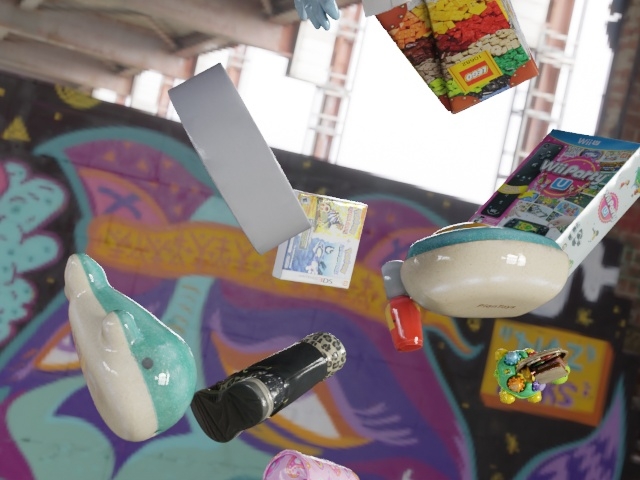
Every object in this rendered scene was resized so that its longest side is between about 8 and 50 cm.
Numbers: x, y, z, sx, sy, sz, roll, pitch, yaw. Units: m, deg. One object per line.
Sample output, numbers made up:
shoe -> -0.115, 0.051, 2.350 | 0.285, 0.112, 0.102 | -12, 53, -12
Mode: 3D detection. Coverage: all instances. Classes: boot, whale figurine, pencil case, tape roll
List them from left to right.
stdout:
whale figurine -> -0.267, 0.140, 1.347 | 0.141, 0.272, 0.216 | -21, -21, -23
tape roll -> -0.093, -0.094, 1.120 | 0.072, 0.219, 0.219 | -29, -2, 0
boot -> -0.080, 0.217, 1.433 | 0.178, 0.085, 0.236 | -28, -1, -34
pencil case -> -0.012, 0.537, 2.109 | 0.124, 0.124, 0.284 | 11, -15, 31

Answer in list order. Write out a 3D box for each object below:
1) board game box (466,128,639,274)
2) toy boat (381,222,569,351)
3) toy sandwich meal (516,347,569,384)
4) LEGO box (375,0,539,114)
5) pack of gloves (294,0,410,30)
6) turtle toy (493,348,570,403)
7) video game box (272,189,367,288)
board game box -> 0.451, -0.070, 1.845 | 0.224, 0.303, 0.097 | 20, -31, 51
toy boat -> 0.196, 0.054, 1.462 | 0.267, 0.148, 0.318 | 7, -27, -34
toy sandwich meal -> 0.314, 0.179, 1.354 | 0.085, 0.029, 0.086 | -15, -24, -7
LEGO box -> 0.200, -0.550, 1.814 | 0.193, 0.500, 0.372 | -24, -30, 19
pack of gloves -> 0.007, -0.394, 1.244 | 0.195, 0.232, 0.046 | -9, 7, 45
turtle toy -> 0.357, 0.225, 1.641 | 0.130, 0.095, 0.066 | 0, -21, -12
video game box -> 0.000, 0.000, 2.217 | 0.187, 0.205, 0.048 | 9, 8, -32
